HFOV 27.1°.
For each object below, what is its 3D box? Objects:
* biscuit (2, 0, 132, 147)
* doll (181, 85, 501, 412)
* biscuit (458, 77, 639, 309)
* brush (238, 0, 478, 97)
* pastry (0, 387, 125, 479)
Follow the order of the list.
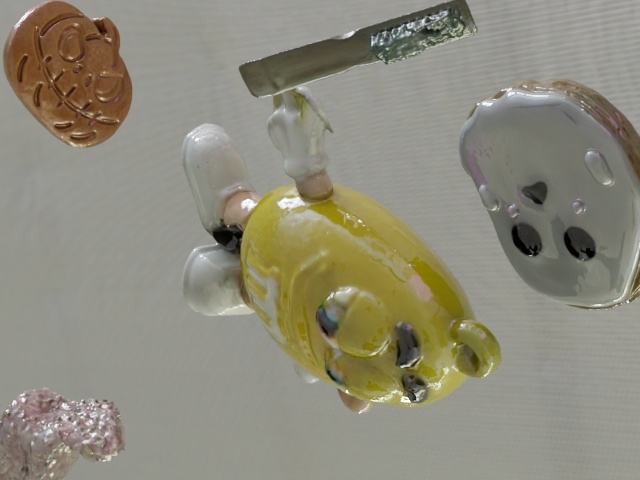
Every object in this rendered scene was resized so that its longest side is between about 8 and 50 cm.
[{"bbox_3d":[-0.147,-0.102,0.798,0.015,0.078,0.091,12,-29,49],"label":"biscuit"},{"bbox_3d":[-0.012,0.013,1.309,0.348,0.161,0.423,62,-27,0],"label":"doll"},{"bbox_3d":[0.198,-0.034,1.103,0.181,0.049,0.208,-16,-82,54],"label":"biscuit"},{"bbox_3d":[0.025,-0.141,1.012,0.190,0.028,0.034,-13,-56,21],"label":"brush"},{"bbox_3d":[-0.300,0.232,1.326,0.112,0.103,0.265,45,-64,-1],"label":"pastry"}]
